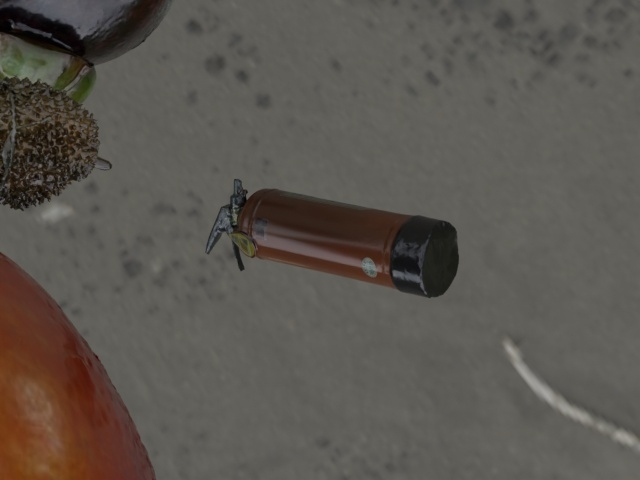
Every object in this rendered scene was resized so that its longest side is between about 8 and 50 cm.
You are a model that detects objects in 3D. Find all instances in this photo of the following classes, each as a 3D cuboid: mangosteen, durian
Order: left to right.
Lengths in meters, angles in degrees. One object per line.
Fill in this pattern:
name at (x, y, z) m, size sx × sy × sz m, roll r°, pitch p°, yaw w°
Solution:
mangosteen at (-0.283, -0.267, 1.727) m, size 0.300 × 0.300 × 0.300 m, roll -13°, pitch 126°, yaw -18°
durian at (-0.163, -0.053, 1.071) m, size 0.091 × 0.080 × 0.080 m, roll 19°, pitch 112°, yaw -19°

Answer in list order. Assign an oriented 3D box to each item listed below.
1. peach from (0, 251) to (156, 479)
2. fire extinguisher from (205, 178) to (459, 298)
peach at (-0.240, 0.147, 0.917) m, size 0.370 × 0.370 × 0.370 m, roll -13°, pitch 126°, yaw -18°
fire extinguisher at (0.000, 0.000, 1.194) m, size 0.050 × 0.177 × 0.062 m, roll -25°, pitch 121°, yaw -53°
